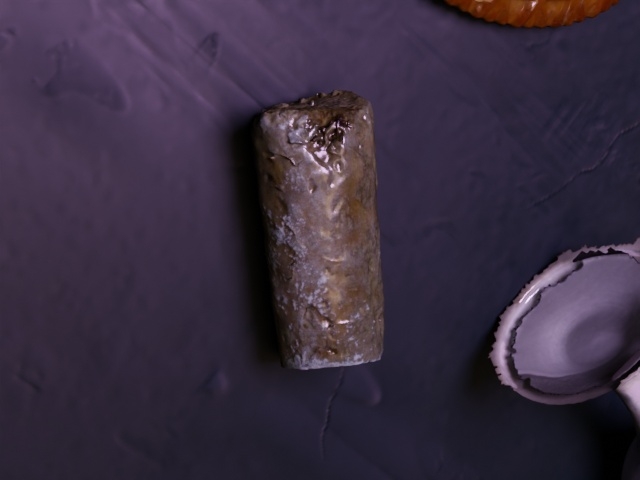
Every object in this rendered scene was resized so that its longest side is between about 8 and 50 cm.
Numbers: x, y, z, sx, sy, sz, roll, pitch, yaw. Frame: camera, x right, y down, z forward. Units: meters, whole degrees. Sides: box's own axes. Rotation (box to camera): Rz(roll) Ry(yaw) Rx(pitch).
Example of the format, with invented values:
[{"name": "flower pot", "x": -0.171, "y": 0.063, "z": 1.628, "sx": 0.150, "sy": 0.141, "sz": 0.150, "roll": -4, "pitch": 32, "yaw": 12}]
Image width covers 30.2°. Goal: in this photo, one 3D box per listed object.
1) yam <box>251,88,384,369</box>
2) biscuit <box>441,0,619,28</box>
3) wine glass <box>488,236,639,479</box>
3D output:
[{"name": "yam", "x": 0.000, "y": 0.000, "z": 0.731, "sx": 0.078, "sy": 0.078, "sz": 0.179, "roll": -11, "pitch": 108, "yaw": -23}, {"name": "biscuit", "x": 0.143, "y": -0.285, "z": 0.747, "sx": 0.305, "sy": 0.038, "sz": 0.305, "roll": -6, "pitch": 105, "yaw": -24}, {"name": "wine glass", "x": 0.261, "y": 0.147, "z": 0.857, "sx": 0.143, "sy": 0.143, "sz": 0.321, "roll": -47, "pitch": 117, "yaw": -8}]
